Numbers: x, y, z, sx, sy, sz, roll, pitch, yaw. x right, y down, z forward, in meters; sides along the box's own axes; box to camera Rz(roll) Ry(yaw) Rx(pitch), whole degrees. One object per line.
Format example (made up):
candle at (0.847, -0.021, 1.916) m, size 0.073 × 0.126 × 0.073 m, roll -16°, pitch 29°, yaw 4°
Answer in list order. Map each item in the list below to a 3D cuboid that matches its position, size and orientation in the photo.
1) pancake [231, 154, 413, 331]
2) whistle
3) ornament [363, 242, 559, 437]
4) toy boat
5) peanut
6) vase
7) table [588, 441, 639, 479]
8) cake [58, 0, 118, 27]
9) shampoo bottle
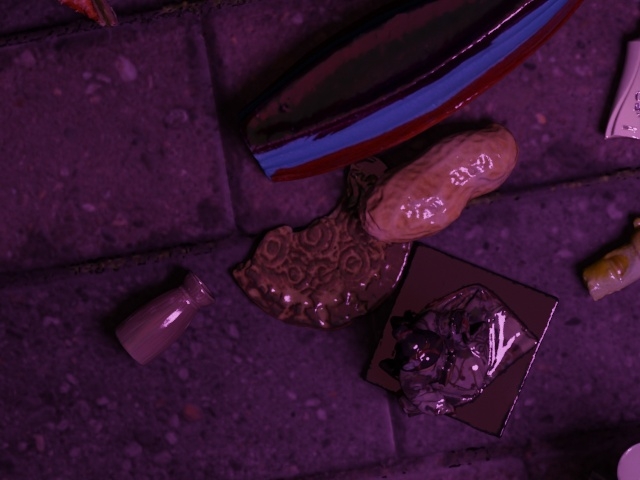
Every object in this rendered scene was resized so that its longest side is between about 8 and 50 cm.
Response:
pancake at (0.000, 0.000, 1.977) m, size 0.190 × 0.020 × 0.184 m, roll -9°, pitch 88°, yaw 8°
whistle at (0.345, -0.003, 1.906) m, size 0.198 × 0.057 × 0.104 m, roll -33°, pitch 74°, yaw 14°
ornament at (0.120, 0.106, 1.867) m, size 0.153 × 0.196 × 0.166 m, roll 22°, pitch 94°, yaw 10°
toy boat at (0.097, -0.185, 1.938) m, size 0.392 × 0.079 × 0.136 m, roll -28°, pitch 76°, yaw 10°
peanut at (0.118, -0.052, 1.923) m, size 0.174 × 0.080 × 0.080 m, roll -33°, pitch 84°, yaw -3°
vase at (-0.157, 0.077, 1.985) m, size 0.100 × 0.053 × 0.053 m, roll -40°, pitch 83°, yaw 2°
table at (0.324, 0.259, 1.828) m, size 0.166 × 0.198 × 0.167 m, roll 0°, pitch 89°, yaw 9°
cake at (-0.282, -0.317, 1.993) m, size 0.220 × 0.086 × 0.117 m, roll 29°, pitch 96°, yaw 10°
shampoo bottle at (0.314, -0.164, 1.920) m, size 0.049 × 0.034 × 0.141 m, roll 10°, pitch 89°, yaw 15°
